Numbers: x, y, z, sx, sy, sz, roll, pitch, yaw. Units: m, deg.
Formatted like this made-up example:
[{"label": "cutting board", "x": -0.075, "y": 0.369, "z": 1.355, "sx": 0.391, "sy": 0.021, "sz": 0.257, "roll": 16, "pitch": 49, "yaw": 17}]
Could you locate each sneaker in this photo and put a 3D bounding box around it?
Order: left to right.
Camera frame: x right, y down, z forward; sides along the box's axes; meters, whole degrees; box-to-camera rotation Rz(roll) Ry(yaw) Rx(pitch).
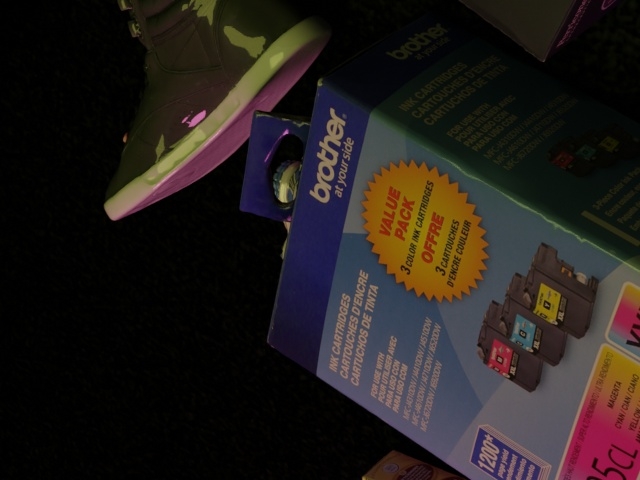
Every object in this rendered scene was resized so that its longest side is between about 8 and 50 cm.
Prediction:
[{"label": "sneaker", "x": -0.120, "y": -0.139, "z": 1.524, "sx": 0.147, "sy": 0.104, "sz": 0.296, "roll": 52, "pitch": 132, "yaw": 6}, {"label": "sneaker", "x": 0.000, "y": 0.000, "z": 1.537, "sx": 0.058, "sy": 0.052, "sz": 0.135, "roll": 3, "pitch": 118, "yaw": 37}]

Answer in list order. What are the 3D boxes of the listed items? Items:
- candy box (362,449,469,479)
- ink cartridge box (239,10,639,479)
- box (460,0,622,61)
[{"label": "candy box", "x": 0.125, "y": 0.263, "z": 1.588, "sx": 0.187, "sy": 0.053, "sz": 0.109, "roll": 18, "pitch": 127, "yaw": 32}, {"label": "ink cartridge box", "x": 0.121, "y": 0.019, "z": 1.368, "sx": 0.395, "sy": 0.151, "sz": 0.270, "roll": 33, "pitch": 134, "yaw": 25}, {"label": "box", "x": 0.189, "y": -0.259, "z": 1.098, "sx": 0.103, "sy": 0.184, "sz": 0.261, "roll": 41, "pitch": 137, "yaw": 16}]
